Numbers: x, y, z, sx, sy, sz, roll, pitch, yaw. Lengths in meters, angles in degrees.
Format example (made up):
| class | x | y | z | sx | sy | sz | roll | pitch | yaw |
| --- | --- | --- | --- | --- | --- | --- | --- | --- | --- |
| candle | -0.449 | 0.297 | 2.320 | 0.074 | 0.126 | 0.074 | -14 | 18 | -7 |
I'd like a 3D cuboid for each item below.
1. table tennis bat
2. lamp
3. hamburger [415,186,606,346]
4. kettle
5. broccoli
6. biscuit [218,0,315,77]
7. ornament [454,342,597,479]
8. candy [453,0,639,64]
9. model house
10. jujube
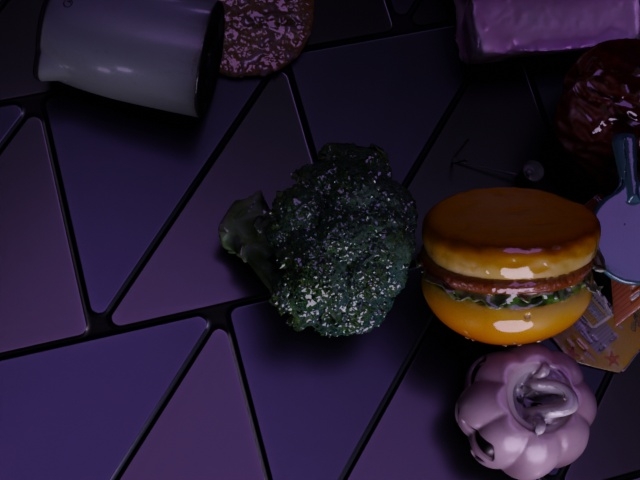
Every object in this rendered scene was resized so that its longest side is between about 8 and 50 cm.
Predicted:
| class | x | y | z | sx | sy | sz | roll | pitch | yaw |
| --- | --- | --- | --- | --- | --- | --- | --- | --- | --- |
| table tennis bat | 0.408 | -0.042 | 1.560 | 0.124 | 0.033 | 0.201 | -6 | 85 | 1 |
| lamp | 0.253 | -0.105 | 1.703 | 0.121 | 0.054 | 0.041 | 19 | 69 | -10 |
| hamburger | 0.241 | 0.039 | 1.520 | 0.246 | 0.246 | 0.170 | -4 | 111 | -10 |
| kettle | -0.256 | -0.290 | 1.633 | 0.236 | 0.161 | 0.221 | 10 | 62 | 4 |
| broccoli | 0.000 | 0.000 | 1.547 | 0.270 | 0.270 | 0.270 | 8 | 65 | 30 |
| biscuit | -0.112 | -0.335 | 1.735 | 0.220 | 0.033 | 0.219 | 2 | 73 | -7 |
| ornament | 0.264 | 0.214 | 1.527 | 0.178 | 0.177 | 0.177 | 3 | 70 | -8 |
| candy | 0.329 | -0.346 | 1.739 | 0.265 | 0.116 | 0.155 | -8 | 102 | -11 |
| model house | 0.395 | 0.049 | 1.619 | 0.207 | 0.136 | 0.219 | -35 | 79 | -20 |
| jujube | 0.488 | -0.138 | 1.677 | 0.342 | 0.216 | 0.216 | 32 | 69 | -3 |
